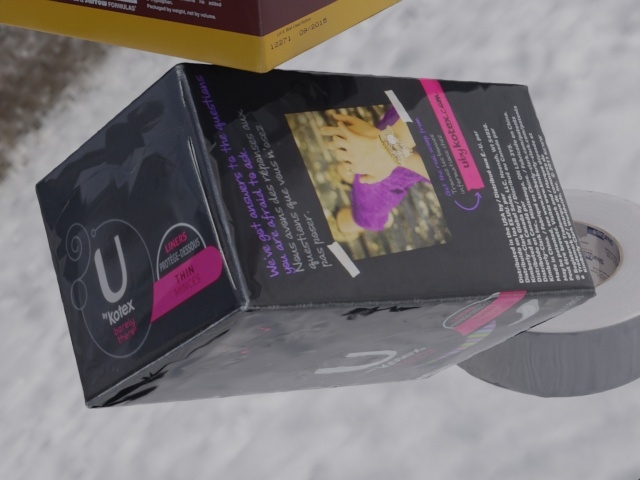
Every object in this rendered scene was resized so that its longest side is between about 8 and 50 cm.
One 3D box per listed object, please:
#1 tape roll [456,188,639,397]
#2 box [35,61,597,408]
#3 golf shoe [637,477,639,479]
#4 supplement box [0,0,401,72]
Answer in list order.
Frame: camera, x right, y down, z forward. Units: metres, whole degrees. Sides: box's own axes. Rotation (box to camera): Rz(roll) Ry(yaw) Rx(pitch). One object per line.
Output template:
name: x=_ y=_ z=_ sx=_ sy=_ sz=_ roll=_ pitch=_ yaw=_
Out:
tape roll: x=0.207 y=0.042 z=1.413 sx=0.219 sy=0.072 sz=0.219 roll=-5 pitch=34 yaw=4
box: x=0.000 y=0.000 z=0.935 sx=0.270 sy=0.143 sz=0.165 roll=-1 pitch=-22 yaw=-40
golf shoe: x=0.153 y=0.125 z=0.695 sx=0.094 sy=0.198 sz=0.077 roll=-16 pitch=-18 yaw=30
supplement box: x=-0.074 y=-0.211 z=0.837 sx=0.191 sy=0.194 sz=0.129 roll=14 pitch=31 yaw=32
